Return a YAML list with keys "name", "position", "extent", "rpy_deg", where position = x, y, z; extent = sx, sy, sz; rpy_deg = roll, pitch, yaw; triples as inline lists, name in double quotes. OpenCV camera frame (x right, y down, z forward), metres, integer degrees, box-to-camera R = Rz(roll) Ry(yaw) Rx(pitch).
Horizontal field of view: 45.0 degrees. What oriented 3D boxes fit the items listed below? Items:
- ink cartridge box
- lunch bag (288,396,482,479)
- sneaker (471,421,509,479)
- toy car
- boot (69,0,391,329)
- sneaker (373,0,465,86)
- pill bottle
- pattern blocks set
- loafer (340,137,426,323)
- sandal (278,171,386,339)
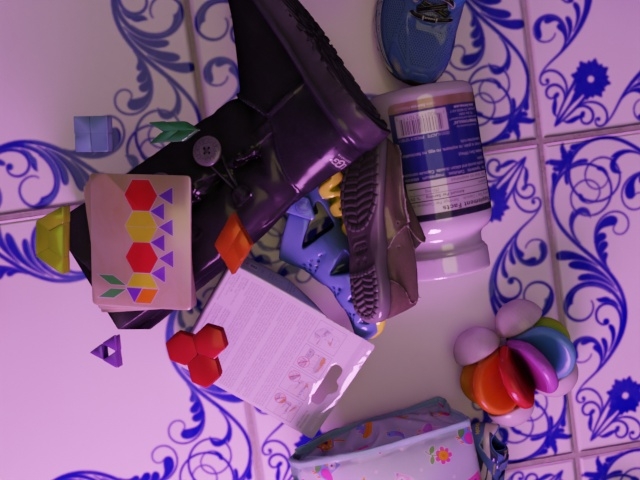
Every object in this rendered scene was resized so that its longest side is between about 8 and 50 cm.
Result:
- name: "ink cartridge box"
  position: [-0.067, 0.153, 1.116]
  extent: [0.232, 0.066, 0.189]
  rpy_deg: [28, 110, -7]
- name: "lunch bag"
  position: [0.099, 0.376, 1.127]
  extent: [0.262, 0.160, 0.223]
  rpy_deg: [-16, 96, -9]
- name: "sneaker"
  position: [0.263, 0.344, 1.182]
  extent: [0.059, 0.053, 0.144]
  rpy_deg: [-17, 97, 18]
- name: "toy car"
  position: [0.297, 0.186, 1.137]
  extent: [0.182, 0.136, 0.159]
  rpy_deg: [-33, 96, -1]
- name: "boot"
  position: [-0.172, -0.137, 1.069]
  extent: [0.445, 0.146, 0.367]
  rpy_deg: [-39, 59, 17]
- name: "sneaker"
  position: [0.156, -0.382, 1.078]
  extent: [0.130, 0.147, 0.330]
  rpy_deg: [8, 94, -5]
- name: "pill bottle"
  position: [0.159, -0.083, 1.098]
  extent: [0.153, 0.153, 0.265]
  rpy_deg: [-10, 95, -4]
- name: "pattern blocks set"
  position: [-0.224, 0.006, 0.973]
  extent: [0.285, 0.026, 0.325]
  rpy_deg: [11, 100, 10]
- name: "loafer"
  position: [0.086, -0.017, 1.027]
  extent: [0.087, 0.094, 0.251]
  rpy_deg: [2, 86, -31]
- name: "sandal"
  position: [0.000, 0.000, 1.115]
  extent: [0.138, 0.126, 0.317]
  rpy_deg: [-23, 88, 1]
